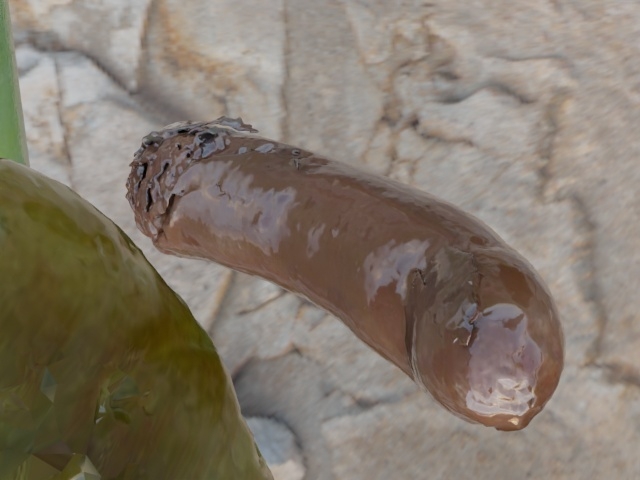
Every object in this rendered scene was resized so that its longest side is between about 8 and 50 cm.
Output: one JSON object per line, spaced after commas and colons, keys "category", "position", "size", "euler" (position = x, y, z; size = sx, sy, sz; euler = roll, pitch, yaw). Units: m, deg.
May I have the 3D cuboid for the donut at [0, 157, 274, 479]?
{"category": "donut", "position": [-0.168, 0.133, 0.425], "size": [0.170, 0.360, 0.360], "euler": [16, 106, 40]}

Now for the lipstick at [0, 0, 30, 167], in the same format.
{"category": "lipstick", "position": [-0.187, -0.053, 0.744], "size": [0.076, 0.076, 0.304], "euler": [12, 126, 16]}

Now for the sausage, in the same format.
{"category": "sausage", "position": [0.000, 0.001, 0.589], "size": [0.304, 0.078, 0.078], "euler": [24, 111, 54]}
